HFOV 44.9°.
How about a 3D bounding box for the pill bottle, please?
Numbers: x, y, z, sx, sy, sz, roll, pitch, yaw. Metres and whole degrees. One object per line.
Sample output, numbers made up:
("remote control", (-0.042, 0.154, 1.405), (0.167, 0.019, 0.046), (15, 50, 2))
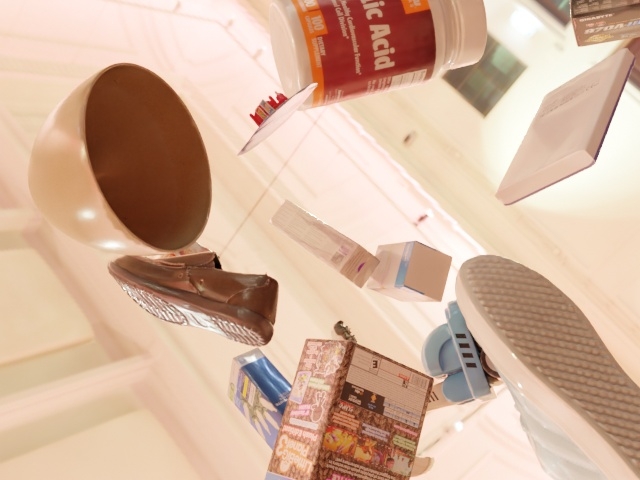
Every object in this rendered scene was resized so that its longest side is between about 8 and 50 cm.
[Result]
("pill bottle", (0.112, -0.404, 1.533), (0.392, 0.224, 0.224), (-15, -134, -10))

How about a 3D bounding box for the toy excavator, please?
("toy excavator", (0.354, 0.399, 2.158), (0.222, 0.445, 0.433), (37, -145, -65))

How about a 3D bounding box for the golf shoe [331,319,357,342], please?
("golf shoe", (0.056, 0.320, 1.870), (0.105, 0.120, 0.273), (-106, 0, -63))

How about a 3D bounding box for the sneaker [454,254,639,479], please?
("sneaker", (0.255, 0.183, 0.853), (0.135, 0.150, 0.366), (-14, -125, -33))

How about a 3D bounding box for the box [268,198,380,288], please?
("box", (0.000, 0.000, 1.496), (0.063, 0.067, 0.324), (38, 176, -32))

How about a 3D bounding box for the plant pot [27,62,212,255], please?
("plant pot", (-0.324, -0.101, 1.165), (0.284, 0.191, 0.284), (40, -136, -52))

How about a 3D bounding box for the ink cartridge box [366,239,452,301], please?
("ink cartridge box", (0.159, 0.060, 1.442), (0.092, 0.090, 0.143), (23, 166, -26))

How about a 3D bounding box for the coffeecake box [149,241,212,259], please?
("coffeecake box", (-0.342, 0.053, 1.961), (0.185, 0.068, 0.142), (34, -161, -33))

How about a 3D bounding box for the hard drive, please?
("hard drive", (0.461, -0.214, 1.451), (0.040, 0.210, 0.319), (43, -127, -13))

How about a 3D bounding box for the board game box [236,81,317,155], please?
("board game box", (-0.076, -0.201, 1.209), (0.033, 0.168, 0.133), (49, -128, -1))

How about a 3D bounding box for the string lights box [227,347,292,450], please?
("string lights box", (-0.103, 0.378, 1.738), (0.076, 0.133, 0.259), (-19, -134, -35))

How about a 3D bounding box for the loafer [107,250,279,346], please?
("loafer", (-0.224, 0.085, 1.415), (0.365, 0.134, 0.130), (17, -118, 23))

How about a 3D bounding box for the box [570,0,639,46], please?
("box", (0.675, -0.500, 1.716), (0.175, 0.220, 0.051), (19, -112, -66))

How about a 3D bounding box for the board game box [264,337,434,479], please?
("board game box", (0.058, 0.360, 1.470), (0.232, 0.141, 0.291), (28, -110, -31))
